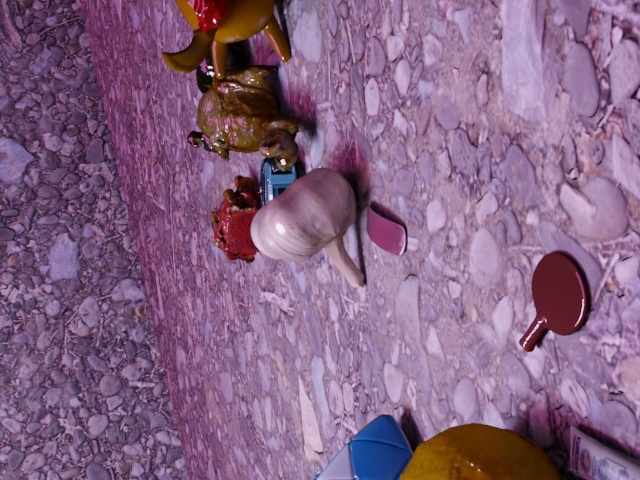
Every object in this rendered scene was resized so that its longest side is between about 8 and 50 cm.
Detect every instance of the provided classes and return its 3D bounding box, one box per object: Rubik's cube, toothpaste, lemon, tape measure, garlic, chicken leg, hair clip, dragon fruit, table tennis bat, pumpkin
[{"bbox_3d":[0.060,0.405,1.528,0.254,0.254,0.255,170,90,-69],"label":"Rubik's cube"},{"bbox_3d":[0.341,0.261,0.999,0.239,0.039,0.062,-167,73,-69],"label":"toothpaste"},{"bbox_3d":[0.202,0.333,1.159,0.260,0.204,0.204,155,104,-70],"label":"lemon"},{"bbox_3d":[-0.084,-0.112,1.854,0.125,0.080,0.146,-126,35,-68],"label":"tape measure"},{"bbox_3d":[0.000,0.000,1.600,0.226,0.199,0.199,54,159,-6],"label":"garlic"},{"bbox_3d":[-0.126,-0.255,1.840,0.361,0.140,0.212,14,89,53],"label":"chicken leg"},{"bbox_3d":[0.101,-0.018,1.506,0.137,0.022,0.054,-139,47,-58],"label":"hair clip"},{"bbox_3d":[-0.179,-0.056,2.067,0.150,0.133,0.208,-25,56,41],"label":"dragon fruit"},{"bbox_3d":[0.277,0.082,1.112,0.155,0.019,0.098,108,145,-45],"label":"table tennis bat"},{"bbox_3d":[-0.228,-0.392,2.036,0.167,0.125,0.167,49,151,40],"label":"pumpkin"}]

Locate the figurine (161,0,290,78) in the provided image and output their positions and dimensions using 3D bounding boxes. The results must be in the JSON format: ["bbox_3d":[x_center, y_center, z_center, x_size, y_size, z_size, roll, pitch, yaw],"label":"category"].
[{"bbox_3d":[-0.198,-0.471,1.653,0.387,0.268,0.401,40,-109,-74],"label":"figurine"}]
